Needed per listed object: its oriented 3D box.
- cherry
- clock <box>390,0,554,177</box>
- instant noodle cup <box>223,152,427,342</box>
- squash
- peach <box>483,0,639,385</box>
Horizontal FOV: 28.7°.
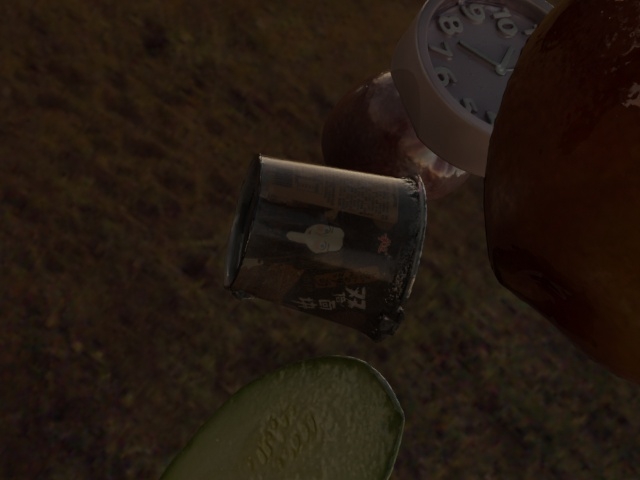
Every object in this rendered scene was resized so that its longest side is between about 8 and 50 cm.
[{"bbox_3d":[0.134,-0.163,1.937,0.236,0.285,0.213,38,60,-33],"label":"cherry"},{"bbox_3d":[0.171,-0.160,1.230,0.197,0.068,0.197,10,59,-17],"label":"clock"},{"bbox_3d":[0.000,0.000,1.526,0.207,0.217,0.217,14,33,-11],"label":"instant noodle cup"},{"bbox_3d":[-0.058,0.221,1.060,0.189,0.260,0.189,14,38,-11],"label":"squash"},{"bbox_3d":[0.256,-0.053,0.758,0.308,0.332,0.308,61,0,-1],"label":"peach"}]
